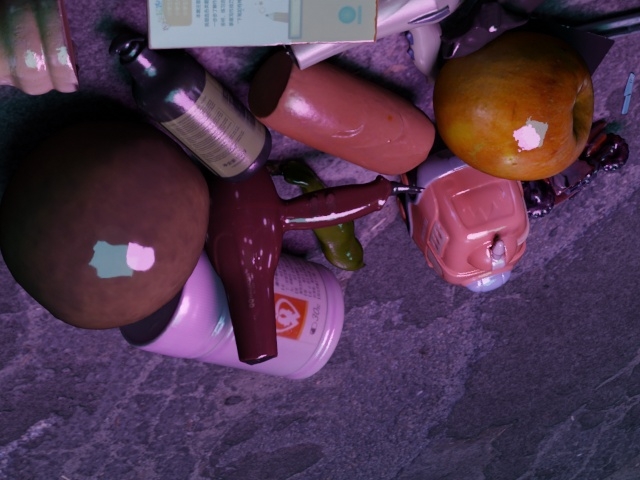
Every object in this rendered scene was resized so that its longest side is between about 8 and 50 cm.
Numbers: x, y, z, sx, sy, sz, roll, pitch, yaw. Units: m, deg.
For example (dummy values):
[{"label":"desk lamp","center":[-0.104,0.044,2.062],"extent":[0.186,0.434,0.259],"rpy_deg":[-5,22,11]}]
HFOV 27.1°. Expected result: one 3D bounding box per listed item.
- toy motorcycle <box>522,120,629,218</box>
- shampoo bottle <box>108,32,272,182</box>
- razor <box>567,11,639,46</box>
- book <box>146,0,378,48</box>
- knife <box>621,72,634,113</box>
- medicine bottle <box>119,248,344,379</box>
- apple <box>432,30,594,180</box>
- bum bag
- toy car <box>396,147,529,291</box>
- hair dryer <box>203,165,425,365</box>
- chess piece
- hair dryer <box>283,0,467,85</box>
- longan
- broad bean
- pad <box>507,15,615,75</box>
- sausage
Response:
[{"label":"toy motorcycle","center":[0.397,-0.128,2.176],"extent":[0.212,0.118,0.084],"rpy_deg":[-31,159,-8]},{"label":"shampoo bottle","center":[-0.182,-0.190,1.811],"extent":[0.101,0.101,0.284],"rpy_deg":[-34,134,15]},{"label":"razor","center":[0.498,-0.333,2.017],"extent":[0.278,0.056,0.111],"rpy_deg":[-11,104,-3]},{"label":"book","center":[-0.071,-0.343,1.659],"extent":[0.295,0.020,0.208],"rpy_deg":[-3,117,-9]},{"label":"knife","center":[0.499,-0.239,2.161],"extent":[0.014,0.005,0.091],"rpy_deg":[-15,141,-12]},{"label":"medicine bottle","center":[-0.139,0.101,2.105],"extent":[0.316,0.202,0.202],"rpy_deg":[16,129,-39]},{"label":"apple","center":[0.276,-0.198,1.908],"extent":[0.207,0.237,0.237],"rpy_deg":[9,153,29]},{"label":"bum bag","center":[0.293,-0.350,1.779],"extent":[0.326,0.079,0.142],"rpy_deg":[-43,179,-2]},{"label":"toy car","center":[0.237,-0.033,2.091],"extent":[0.181,0.212,0.270],"rpy_deg":[-17,160,-6]},{"label":"hair dryer","center":[0.000,0.000,1.960],"extent":[0.340,0.312,0.123],"rpy_deg":[-12,170,-7]},{"label":"chess piece","center":[-0.433,-0.229,1.634],"extent":[0.261,0.142,0.142],"rpy_deg":[-12,141,-7]},{"label":"hair dryer","center":[0.079,-0.279,1.822],"extent":[0.296,0.119,0.298],"rpy_deg":[-18,150,-22]},{"label":"longan","center":[-0.296,-0.027,1.831],"extent":[0.297,0.297,0.297],"rpy_deg":[-13,141,-11]},{"label":"broad bean","center":[-0.005,-0.040,2.126],"extent":[0.098,0.056,0.318],"rpy_deg":[-21,138,25]},{"label":"pad","center":[0.322,-0.238,2.035],"extent":[0.164,0.004,0.243],"rpy_deg":[14,135,-16]},{"label":"sausage","center":[0.038,-0.179,1.919],"extent":[0.304,0.121,0.121],"rpy_deg":[20,126,-40]}]
